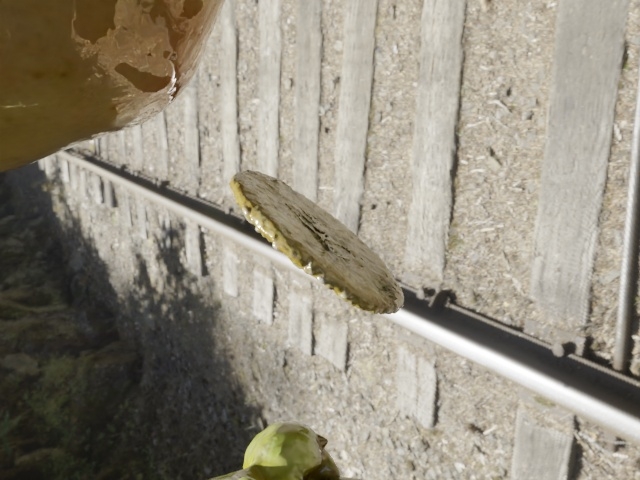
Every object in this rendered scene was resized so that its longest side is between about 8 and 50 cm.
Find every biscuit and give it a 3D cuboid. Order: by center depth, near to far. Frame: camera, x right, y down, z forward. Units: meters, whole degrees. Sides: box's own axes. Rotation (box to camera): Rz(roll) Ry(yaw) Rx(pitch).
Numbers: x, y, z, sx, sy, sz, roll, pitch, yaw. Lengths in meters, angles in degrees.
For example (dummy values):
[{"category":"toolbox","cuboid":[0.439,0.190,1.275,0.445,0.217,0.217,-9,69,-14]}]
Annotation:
[{"category":"biscuit","cuboid":[0.001,-0.001,0.565,0.033,0.220,0.220,-51,51,12]}]

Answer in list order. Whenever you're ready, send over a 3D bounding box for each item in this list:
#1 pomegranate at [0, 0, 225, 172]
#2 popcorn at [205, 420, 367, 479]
[{"category":"pomegranate","cuboid":[-0.250,-0.239,0.388,0.411,0.411,0.411,17,111,53]},{"category":"popcorn","cuboid":[-0.051,0.261,0.411,0.255,0.256,0.195,-60,30,17]}]
